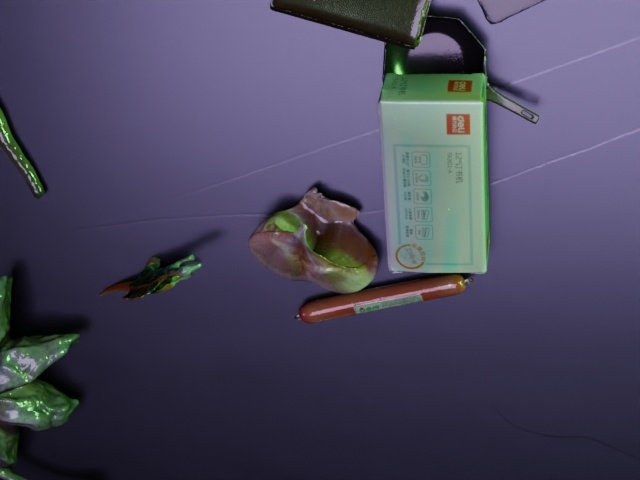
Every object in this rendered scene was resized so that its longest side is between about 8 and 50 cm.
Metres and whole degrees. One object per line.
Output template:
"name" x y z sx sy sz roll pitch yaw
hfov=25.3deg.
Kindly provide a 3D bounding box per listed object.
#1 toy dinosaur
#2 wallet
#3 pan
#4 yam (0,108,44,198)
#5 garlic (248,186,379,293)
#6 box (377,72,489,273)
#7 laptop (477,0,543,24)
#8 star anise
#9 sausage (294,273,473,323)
"toy dinosaur" -0.236 0.059 1.951 0.187 0.106 0.044 -16 106 14
"wallet" 0.041 -0.316 1.788 0.198 0.031 0.110 17 100 16
"pan" 0.171 -0.199 1.825 0.128 0.048 0.202 -38 98 20
"yam" -0.440 -0.160 1.948 0.027 0.029 0.234 -25 104 5
"garlic" -0.006 0.012 1.906 0.174 0.099 0.124 26 126 -1
"box" 0.145 -0.081 1.822 0.135 0.079 0.269 1 124 10
"laptop" 0.228 -0.381 1.772 0.135 0.016 0.197 -23 102 17
"star anise" -0.464 0.208 2.024 0.360 0.139 0.315 18 117 3
"sausage" 0.084 0.078 1.944 0.253 0.034 0.034 -12 107 14
